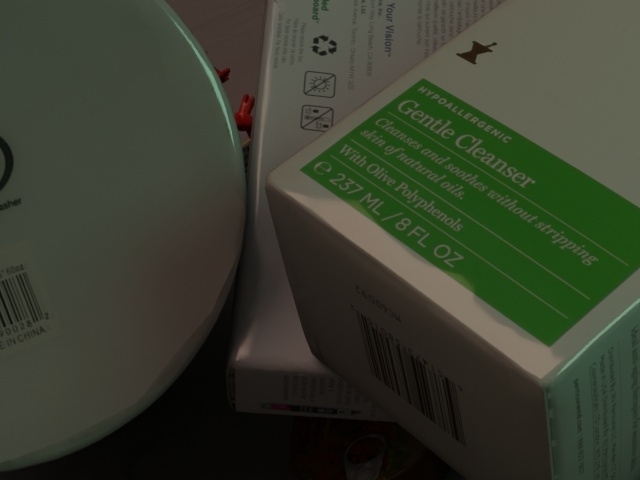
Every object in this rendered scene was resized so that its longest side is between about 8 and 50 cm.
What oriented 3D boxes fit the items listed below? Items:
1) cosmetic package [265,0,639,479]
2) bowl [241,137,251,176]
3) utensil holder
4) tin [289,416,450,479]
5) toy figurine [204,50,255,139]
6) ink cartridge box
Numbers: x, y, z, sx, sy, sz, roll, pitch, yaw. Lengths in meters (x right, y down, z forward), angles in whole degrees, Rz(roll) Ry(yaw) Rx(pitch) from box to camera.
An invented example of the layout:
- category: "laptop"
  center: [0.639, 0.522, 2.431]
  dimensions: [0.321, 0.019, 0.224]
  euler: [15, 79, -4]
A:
- category: "cosmetic package"
  center: [0.176, -0.041, 0.751]
  dimensions: [0.365, 0.155, 0.197]
  euler: [-39, 52, -21]
- category: "bowl"
  center: [0.000, 0.000, 1.061]
  dimensions: [0.170, 0.080, 0.170]
  euler: [14, 41, -12]
- category: "utensil holder"
  center: [-0.219, -0.028, 0.938]
  dimensions: [0.327, 0.327, 0.385]
  euler: [-33, 5, -8]
- category: "tin"
  center: [0.037, 0.107, 0.934]
  dimensions: [0.106, 0.040, 0.189]
  euler: [-23, 29, 18]
- category: "toy figurine"
  center: [-0.201, 0.004, 1.254]
  dimensions: [0.362, 0.191, 0.217]
  euler: [-40, 0, -6]
- category: "ink cartridge box"
  center: [0.118, -0.036, 0.899]
  dimensions: [0.330, 0.071, 0.324]
  euler: [5, 56, -1]
